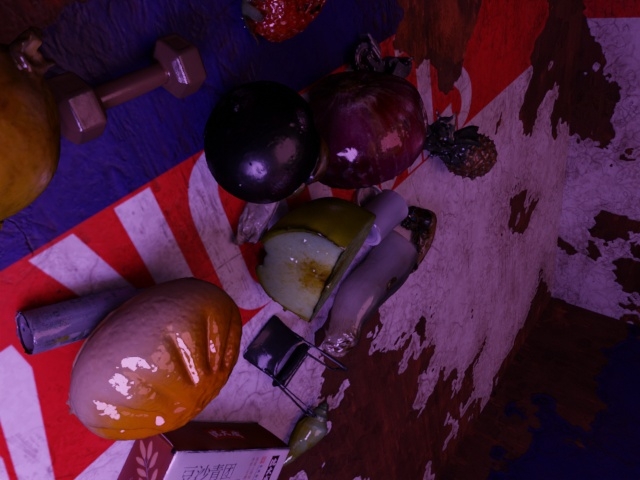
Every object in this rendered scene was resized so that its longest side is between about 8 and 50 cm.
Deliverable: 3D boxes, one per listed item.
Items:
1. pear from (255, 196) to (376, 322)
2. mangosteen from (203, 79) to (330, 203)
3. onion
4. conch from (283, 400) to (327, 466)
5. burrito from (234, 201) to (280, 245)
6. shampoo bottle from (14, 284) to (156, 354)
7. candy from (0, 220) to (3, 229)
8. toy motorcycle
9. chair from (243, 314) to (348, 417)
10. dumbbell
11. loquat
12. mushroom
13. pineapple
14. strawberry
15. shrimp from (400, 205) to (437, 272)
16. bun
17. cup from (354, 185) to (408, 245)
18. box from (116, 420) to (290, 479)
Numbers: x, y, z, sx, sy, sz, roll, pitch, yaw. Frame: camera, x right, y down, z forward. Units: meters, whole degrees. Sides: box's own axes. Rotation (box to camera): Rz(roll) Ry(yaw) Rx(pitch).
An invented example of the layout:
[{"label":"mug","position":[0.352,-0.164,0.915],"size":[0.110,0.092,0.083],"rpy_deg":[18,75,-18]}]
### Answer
[{"label":"pear","position":[0.000,0.000,1.023],"size":[0.292,0.159,0.292],"rpy_deg":[-53,168,-16]},{"label":"mangosteen","position":[-0.081,-0.158,0.843],"size":[0.250,0.211,0.211],"rpy_deg":[27,85,-51]},{"label":"onion","position":[0.084,-0.212,0.996],"size":[0.272,0.256,0.230],"rpy_deg":[48,50,-25]},{"label":"conch","position":[-0.036,0.531,1.306],"size":[0.200,0.079,0.095],"rpy_deg":[-50,154,2]},{"label":"burrito","position":[-0.106,-0.086,0.961],"size":[0.229,0.063,0.058],"rpy_deg":[-62,175,-10]},{"label":"shampoo bottle","position":[-0.350,0.116,0.751],"size":[0.214,0.072,0.072],"rpy_deg":[-14,116,-47]},{"label":"candy","position":[-0.465,-0.021,0.590],"size":[0.123,0.035,0.035],"rpy_deg":[-5,99,-40]},{"label":"toy motorcycle","position":[0.152,-0.409,1.119],"size":[0.215,0.080,0.122],"rpy_deg":[26,85,-48]},{"label":"chair","position":[-0.071,0.298,1.144],"size":[0.140,0.221,0.145],"rpy_deg":[-53,-178,-22]},{"label":"dumbbell","position":[-0.272,-0.222,0.684],"size":[0.231,0.092,0.082],"rpy_deg":[-39,161,-33]},{"label":"loquat","position":[-0.369,-0.125,0.491],"size":[0.246,0.213,0.213],"rpy_deg":[-39,141,8]},{"label":"mushroom","position":[0.131,0.144,1.301],"size":[0.397,0.126,0.177],"rpy_deg":[-43,143,-35]},{"label":"pineapple","position":[0.398,-0.278,1.407],"size":[0.365,0.166,0.165],"rpy_deg":[8,100,-50]},{"label":"strawberry","position":[-0.043,-0.436,0.854],"size":[0.228,0.098,0.174],"rpy_deg":[-19,120,-44]},{"label":"shrimp","position":[0.289,-0.001,1.476],"size":[0.290,0.054,0.222],"rpy_deg":[20,90,-60]},{"label":"bun","position":[-0.243,0.213,0.777],"size":[0.299,0.165,0.298],"rpy_deg":[-39,153,-24]},{"label":"cup","position":[0.142,-0.074,1.257],"size":[0.133,0.136,0.099],"rpy_deg":[-42,168,-30]},{"label":"box","position":[-0.280,0.586,0.996],"size":[0.345,0.122,0.385],"rpy_deg":[30,82,-51]}]
